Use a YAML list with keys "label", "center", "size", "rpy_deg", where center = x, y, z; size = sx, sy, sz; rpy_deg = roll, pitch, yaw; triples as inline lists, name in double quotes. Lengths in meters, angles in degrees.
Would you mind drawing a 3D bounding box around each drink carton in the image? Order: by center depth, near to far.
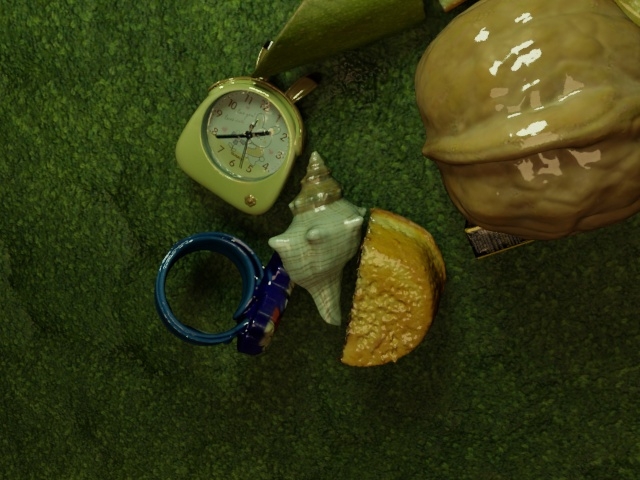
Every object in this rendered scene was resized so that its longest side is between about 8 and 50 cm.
- label: "drink carton"
  center: [0.285, -0.033, 0.992]
  size: [0.166, 0.071, 0.056]
  rpy_deg: [-21, 107, 21]

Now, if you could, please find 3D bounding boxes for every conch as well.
- label: "conch"
  center: [0.000, -0.008, 1.023]
  size: [0.137, 0.233, 0.114]
  rpy_deg: [13, 160, -25]

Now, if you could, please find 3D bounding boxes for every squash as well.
- label: "squash"
  center: [-0.005, -0.316, 0.919]
  size: [0.252, 0.093, 0.169]
  rpy_deg: [-17, 108, 8]

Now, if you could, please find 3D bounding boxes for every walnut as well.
- label: "walnut"
  center: [0.249, -0.145, 0.842]
  size: [0.285, 0.285, 0.296]
  rpy_deg: [-15, 100, 21]

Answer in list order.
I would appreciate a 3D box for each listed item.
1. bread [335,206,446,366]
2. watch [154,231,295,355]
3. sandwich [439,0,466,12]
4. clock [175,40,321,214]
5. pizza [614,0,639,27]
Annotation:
- label: "bread"
  center: [0.104, 0.082, 1.049]
  size: [0.140, 0.143, 0.229]
  rpy_deg: [15, 117, 10]
- label: "watch"
  center: [-0.148, 0.071, 1.100]
  size: [0.200, 0.196, 0.171]
  rpy_deg: [21, 155, -8]
- label: "sandwich"
  center: [0.198, -0.361, 0.827]
  size: [0.187, 0.144, 0.117]
  rpy_deg: [-26, 104, 32]
- label: "clock"
  center: [-0.095, -0.164, 1.047]
  size: [0.170, 0.069, 0.232]
  rpy_deg: [35, 115, 1]
- label: "pizza"
  center: [0.380, -0.329, 0.842]
  size: [0.280, 0.075, 0.287]
  rpy_deg: [-21, 103, 23]
